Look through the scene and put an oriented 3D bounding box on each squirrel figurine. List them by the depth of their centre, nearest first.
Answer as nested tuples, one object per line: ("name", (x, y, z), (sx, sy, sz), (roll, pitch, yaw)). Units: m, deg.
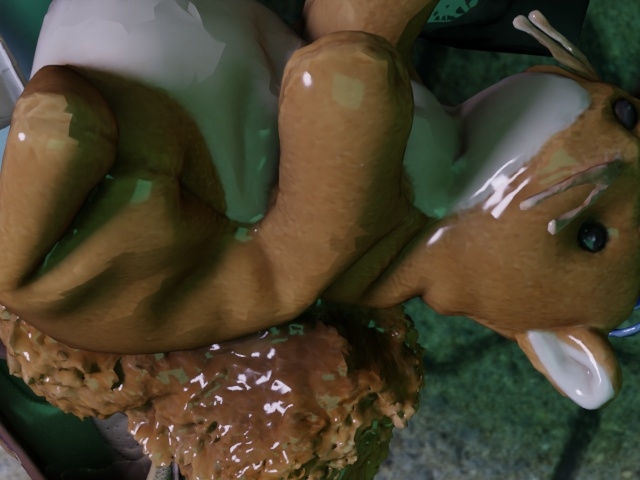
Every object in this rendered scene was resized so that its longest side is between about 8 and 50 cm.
("squirrel figurine", (0.000, 0.000, 0.757), (0.371, 0.281, 0.397), (12, 130, -12))

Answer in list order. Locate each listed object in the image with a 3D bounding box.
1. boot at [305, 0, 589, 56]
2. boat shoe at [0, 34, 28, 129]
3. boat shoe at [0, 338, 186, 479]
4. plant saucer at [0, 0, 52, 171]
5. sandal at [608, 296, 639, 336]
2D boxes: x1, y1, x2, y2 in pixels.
("boot", (0.053, -0.356, 0.763), (0.367, 0.146, 0.445), (12, 112, -14))
("boat shoe", (-0.231, -0.152, 0.768), (0.063, 0.066, 0.184), (-31, 108, -23))
("boat shoe", (-0.146, 0.179, 0.919), (0.123, 0.123, 0.342), (-33, 113, 2))
("plant saucer", (-0.207, -0.128, 0.835), (0.318, 0.043, 0.317), (-4, 112, -11))
("sandal", (0.135, -0.009, 0.904), (0.317, 0.138, 0.126), (12, 109, -14))
